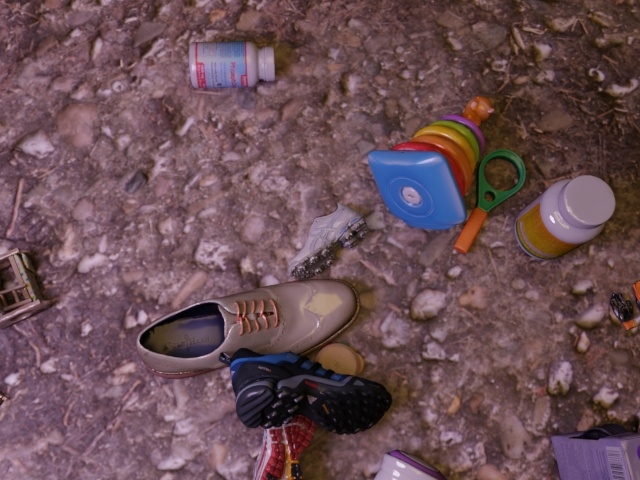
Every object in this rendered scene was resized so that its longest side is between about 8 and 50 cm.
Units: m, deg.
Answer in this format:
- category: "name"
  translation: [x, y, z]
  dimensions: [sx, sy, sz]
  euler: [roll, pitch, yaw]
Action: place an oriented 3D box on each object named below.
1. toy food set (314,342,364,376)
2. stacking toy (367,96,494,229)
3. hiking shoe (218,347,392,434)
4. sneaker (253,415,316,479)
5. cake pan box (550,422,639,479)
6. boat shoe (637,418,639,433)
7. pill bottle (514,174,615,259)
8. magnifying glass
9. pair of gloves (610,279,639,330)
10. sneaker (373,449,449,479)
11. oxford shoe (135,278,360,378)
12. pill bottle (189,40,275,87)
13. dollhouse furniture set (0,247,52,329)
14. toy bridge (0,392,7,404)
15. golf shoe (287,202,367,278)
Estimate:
- category: "toy food set"
  translation: [0.029, 0.223, 1.202]
  dimensions: [0.082, 0.020, 0.083]
  euler: [39, 77, 7]
- category: "stacking toy"
  translation: [0.242, -0.175, 1.266]
  dimensions: [0.175, 0.166, 0.302]
  euler: [8, 47, 42]
- category: "hiking shoe"
  translation: [-0.010, 0.235, 1.114]
  dimensions: [0.304, 0.113, 0.132]
  euler: [17, 27, -34]
- category: "sneaker"
  translation: [-0.072, 0.351, 1.130]
  dimensions: [0.088, 0.093, 0.225]
  euler: [25, 57, -15]
- category: "cake pan box"
  translation: [0.469, 0.430, 1.063]
  dimensions: [0.070, 0.246, 0.267]
  euler: [-7, 75, -9]
- category: "boat shoe"
  translation: [0.595, 0.451, 1.144]
  dimensions: [0.104, 0.111, 0.307]
  euler: [6, 65, 2]
- category: "pill bottle"
  translation: [0.434, -0.042, 1.199]
  dimensions: [0.117, 0.208, 0.118]
  euler: [1, 75, -4]
- category: "magnifying glass"
  translation: [0.320, -0.076, 1.296]
  dimensions: [0.092, 0.026, 0.231]
  euler: [30, 76, 4]
- category: "pair of gloves"
  translation: [0.592, 0.123, 1.270]
  dimensions: [0.083, 0.010, 0.074]
  euler: [-25, 80, -7]
- category: "sneaker"
  translation: [0.214, 0.481, 1.113]
  dimensions: [0.305, 0.114, 0.152]
  euler: [29, 83, 12]
- category: "oxford shoe"
  translation: [-0.116, 0.149, 1.146]
  dimensions: [0.397, 0.146, 0.141]
  euler: [-17, 76, -8]
- category: "pill bottle"
  translation: [-0.169, -0.340, 1.300]
  dimensions: [0.160, 0.087, 0.087]
  euler: [-2, 76, -4]
- category: "dollhouse furniture set"
  translation: [-0.552, 0.040, 1.139]
  dimensions: [0.101, 0.161, 0.182]
  euler: [-25, 79, -10]
- category: "toy bridge"
  translation: [-0.617, 0.226, 1.157]
  dimensions: [0.188, 0.026, 0.063]
  euler: [29, 74, 4]
- category: "golf shoe"
  translation: [0.000, 0.000, 1.246]
  dimensions: [0.176, 0.069, 0.086]
  euler: [-36, 60, -14]
